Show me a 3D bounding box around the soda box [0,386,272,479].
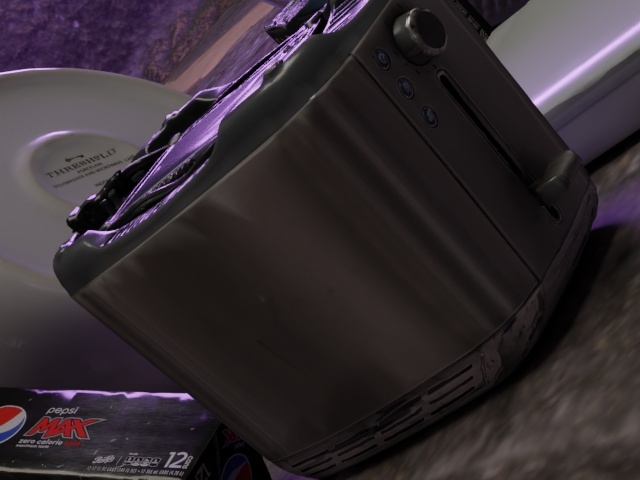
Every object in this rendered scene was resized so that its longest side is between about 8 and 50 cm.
[{"bbox_3d":[-0.111,0.104,0.809,0.169,0.053,0.060,0,36,28],"label":"soda box"}]

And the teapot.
[{"bbox_3d":[-0.135,0.033,1.014,0.252,0.256,0.187,-98,17,-52],"label":"teapot"}]

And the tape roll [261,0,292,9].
[{"bbox_3d":[0.013,-0.287,1.147,0.286,0.100,0.286,-159,90,-79],"label":"tape roll"}]

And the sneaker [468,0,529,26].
[{"bbox_3d":[0.086,-0.188,1.224,0.282,0.102,0.161,-40,9,30],"label":"sneaker"}]

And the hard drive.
[{"bbox_3d":[0.164,-0.118,0.816,0.307,0.040,0.203,-37,14,43],"label":"hard drive"}]

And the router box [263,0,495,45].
[{"bbox_3d":[0.042,-0.112,1.036,0.092,0.122,0.038,-49,16,-11],"label":"router box"}]

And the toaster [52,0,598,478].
[{"bbox_3d":[0.000,0.000,0.720,0.227,0.146,0.129,-36,14,42],"label":"toaster"}]
